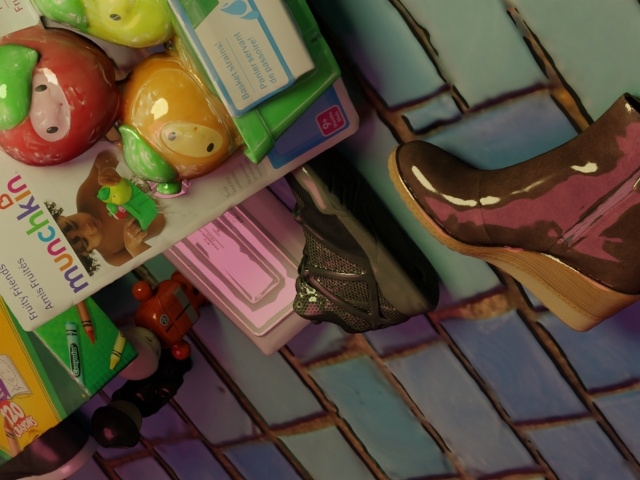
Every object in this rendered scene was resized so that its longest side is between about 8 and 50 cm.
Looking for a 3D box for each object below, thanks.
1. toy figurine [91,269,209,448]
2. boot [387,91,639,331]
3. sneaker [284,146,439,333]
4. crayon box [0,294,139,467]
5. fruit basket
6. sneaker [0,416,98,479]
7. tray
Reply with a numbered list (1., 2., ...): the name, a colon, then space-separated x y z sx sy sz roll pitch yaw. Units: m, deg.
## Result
1. toy figurine: -0.245 0.103 1.720 0.209 0.148 0.213 31 139 9
2. boot: 0.199 -0.056 1.322 0.248 0.090 0.207 38 127 3
3. sneaker: 0.000 0.000 1.476 0.130 0.087 0.227 -28 113 24
4. crayon box: -0.324 0.124 1.639 0.165 0.081 0.278 49 140 -3
5. fruit basket: -0.172 -0.135 1.299 0.327 0.353 0.165 62 166 -24
6. sneaker: -0.427 0.257 2.036 0.295 0.104 0.147 -23 109 40
7. tray: -0.104 -0.008 1.573 0.270 0.030 0.145 45 118 -8
